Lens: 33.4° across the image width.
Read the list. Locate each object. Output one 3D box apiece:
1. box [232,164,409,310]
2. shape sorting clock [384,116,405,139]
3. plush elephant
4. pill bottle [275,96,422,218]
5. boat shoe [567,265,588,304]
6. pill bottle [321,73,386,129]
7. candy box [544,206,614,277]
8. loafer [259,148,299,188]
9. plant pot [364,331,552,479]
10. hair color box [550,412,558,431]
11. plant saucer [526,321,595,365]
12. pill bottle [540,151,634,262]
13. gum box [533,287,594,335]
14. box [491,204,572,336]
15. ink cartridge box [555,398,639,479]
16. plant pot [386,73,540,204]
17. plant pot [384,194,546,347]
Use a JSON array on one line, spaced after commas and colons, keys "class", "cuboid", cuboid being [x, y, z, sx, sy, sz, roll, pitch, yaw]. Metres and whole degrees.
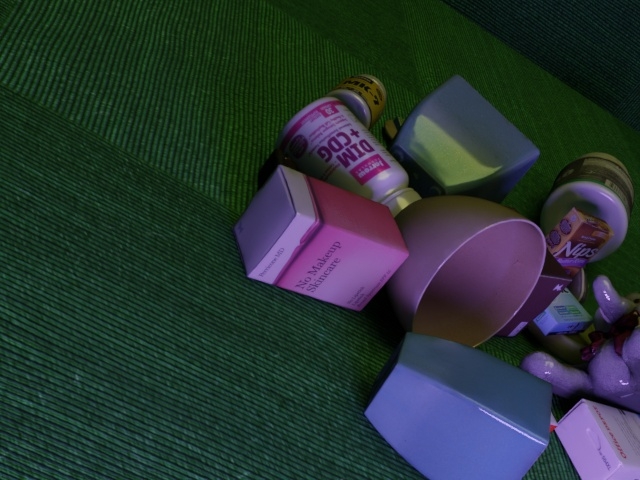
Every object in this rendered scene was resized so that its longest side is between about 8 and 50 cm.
[{"class": "box", "cuboid": [0.000, 0.000, 1.724, 0.232, 0.148, 0.127, 18, 34, -33]}, {"class": "shape sorting clock", "cuboid": [0.235, -0.214, 2.468, 0.206, 0.040, 0.206, 26, 29, -16]}, {"class": "plush elephant", "cuboid": [0.572, 0.184, 1.993, 0.330, 0.272, 0.255, 33, 49, -31]}, {"class": "pill bottle", "cuboid": [0.060, -0.116, 1.964, 0.283, 0.160, 0.160, 49, 28, 19]}, {"class": "boat shoe", "cuboid": [0.579, 0.092, 2.388, 0.065, 0.075, 0.206, 32, 22, -10]}, {"class": "pill bottle", "cuboid": [0.072, -0.288, 2.295, 0.119, 0.119, 0.208, 38, 26, -1]}, {"class": "candy box", "cuboid": [0.530, 0.021, 2.309, 0.109, 0.186, 0.053, 19, 32, -34]}, {"class": "loafer", "cuboid": [-0.060, -0.089, 1.862, 0.078, 0.080, 0.220, 30, 28, -17]}, {"class": "plant pot", "cuboid": [0.195, 0.253, 1.573, 0.234, 0.165, 0.165, 30, 27, -1]}, {"class": "hair color box", "cuboid": [0.310, 0.276, 1.790, 0.167, 0.053, 0.093, 20, 33, -35]}, {"class": "plant saucer", "cuboid": [0.494, 0.163, 2.212, 0.241, 0.037, 0.241, 29, 28, -17]}, {"class": "pill bottle", "cuboid": [0.667, -0.093, 2.640, 0.204, 0.204, 0.361, 40, 26, 3]}, {"class": "gum box", "cuboid": [0.448, 0.108, 2.152, 0.157, 0.041, 0.184, 3, 44, -49]}, {"class": "box", "cuboid": [0.326, 0.052, 2.028, 0.167, 0.168, 0.203, 9, 38, -46]}, {"class": "ink cartridge box", "cuboid": [0.527, 0.373, 1.870, 0.203, 0.086, 0.148, 19, 33, -35]}, {"class": "plant pot", "cuboid": [0.234, -0.142, 2.151, 0.247, 0.248, 0.252, 46, 44, 13]}, {"class": "plant pot", "cuboid": [0.216, 0.031, 1.830, 0.284, 0.284, 0.191, 9, 28, -45]}]
